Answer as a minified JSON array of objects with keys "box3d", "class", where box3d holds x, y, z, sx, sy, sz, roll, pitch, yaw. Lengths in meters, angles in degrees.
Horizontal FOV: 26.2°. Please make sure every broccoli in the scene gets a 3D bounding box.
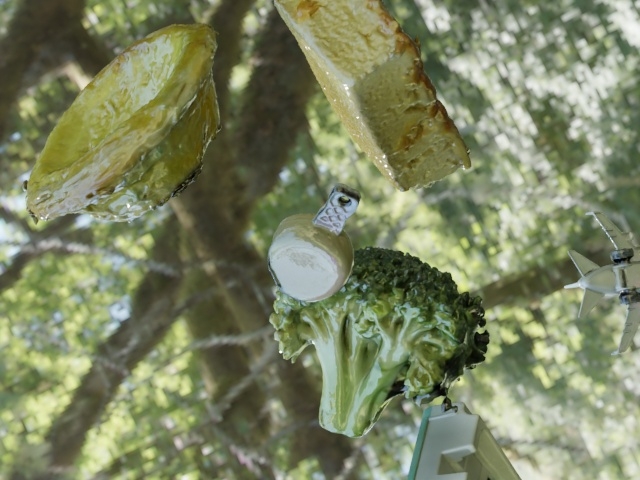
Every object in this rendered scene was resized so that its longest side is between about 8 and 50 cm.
[{"box3d":[0.082,0.154,2.039,0.347,0.281,0.293,7,-166,-36],"class":"broccoli"}]

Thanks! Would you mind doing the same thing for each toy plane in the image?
[{"box3d":[0.543,0.067,2.393,0.255,0.101,0.251,-4,-98,-30],"class":"toy plane"}]

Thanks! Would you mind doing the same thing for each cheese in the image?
[{"box3d":[-0.007,-0.001,1.486,0.171,0.092,0.048,95,-172,-45],"class":"cheese"}]

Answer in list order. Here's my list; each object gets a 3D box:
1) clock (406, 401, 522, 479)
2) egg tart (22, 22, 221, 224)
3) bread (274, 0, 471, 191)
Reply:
[{"box3d":[0.231,0.406,2.078,0.231,0.116,0.262,51,-143,-26],"class":"clock"},{"box3d":[-0.213,-0.124,1.618,0.120,0.315,0.315,44,-158,-26],"class":"egg tart"},{"box3d":[0.065,-0.184,1.580,0.185,0.114,0.275,53,180,33],"class":"bread"}]
